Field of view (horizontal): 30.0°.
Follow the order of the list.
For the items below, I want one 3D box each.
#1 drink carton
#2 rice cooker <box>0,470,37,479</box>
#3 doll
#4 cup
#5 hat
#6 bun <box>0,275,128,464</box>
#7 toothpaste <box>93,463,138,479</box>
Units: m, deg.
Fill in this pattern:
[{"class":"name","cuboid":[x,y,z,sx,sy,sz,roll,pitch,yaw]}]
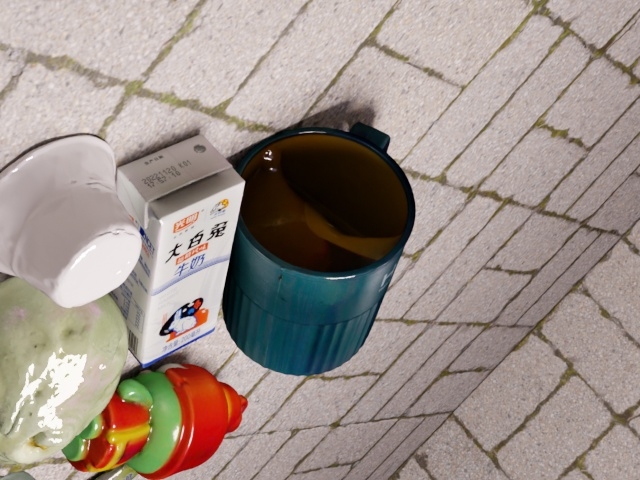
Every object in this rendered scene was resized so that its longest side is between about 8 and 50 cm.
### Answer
[{"class":"drink carton","cuboid":[-0.195,0.017,1.532,0.131,0.106,0.315,-28,151,-31]},{"class":"rice cooker","cuboid":[-0.494,0.434,1.596,0.317,0.264,0.316,-40,151,-28]},{"class":"doll","cuboid":[-0.234,0.279,1.845,0.363,0.160,0.182,-4,130,-54]},{"class":"cup","cuboid":[-0.018,0.002,1.671,0.242,0.308,0.292,0,145,-9]},{"class":"hat","cuboid":[-0.280,-0.007,1.337,0.203,0.126,0.203,-35,153,-21]},{"class":"bun","cuboid":[-0.348,0.175,1.477,0.283,0.179,0.283,-36,155,-20]},{"class":"toothpaste","cuboid":[-0.386,0.427,2.014,0.248,0.047,0.078,-32,157,-24]}]
